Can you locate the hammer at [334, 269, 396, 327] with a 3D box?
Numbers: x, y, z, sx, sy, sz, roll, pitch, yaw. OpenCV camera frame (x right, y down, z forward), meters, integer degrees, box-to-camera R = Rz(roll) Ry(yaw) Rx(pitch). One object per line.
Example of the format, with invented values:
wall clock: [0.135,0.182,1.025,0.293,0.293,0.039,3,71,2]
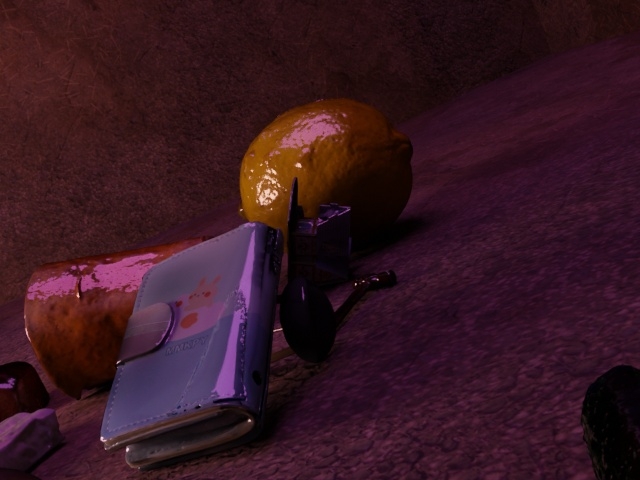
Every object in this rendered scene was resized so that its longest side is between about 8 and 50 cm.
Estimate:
hammer: [0.036,0.080,1.117,0.065,0.021,0.178,-16,13,31]

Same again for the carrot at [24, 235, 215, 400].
carrot: [-0.243,0.092,1.244,0.254,0.196,0.196,-16,11,11]

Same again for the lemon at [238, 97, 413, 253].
lemon: [0.010,-0.100,1.462,0.284,0.260,0.260,-45,3,19]

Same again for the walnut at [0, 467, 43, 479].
walnut: [-0.227,0.223,0.611,0.140,0.140,0.162,-31,12,-39]

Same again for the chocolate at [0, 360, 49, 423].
chocolate: [-0.462,0.226,1.293,0.149,0.080,0.125,-28,11,-34]

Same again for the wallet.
wallet: [-0.123,0.101,0.925,0.176,0.075,0.250,-22,37,22]

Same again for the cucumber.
cucumber: [0.178,0.123,0.475,0.067,0.067,0.245,-22,8,5]

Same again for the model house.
model house: [0.000,0.000,1.308,0.088,0.167,0.117,4,42,3]

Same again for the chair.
chair: [-0.067,0.104,1.033,0.222,0.104,0.095,-18,-6,38]

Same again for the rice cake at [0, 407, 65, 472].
rice cake: [-0.403,0.274,0.992,0.106,0.050,0.298,-17,11,30]
